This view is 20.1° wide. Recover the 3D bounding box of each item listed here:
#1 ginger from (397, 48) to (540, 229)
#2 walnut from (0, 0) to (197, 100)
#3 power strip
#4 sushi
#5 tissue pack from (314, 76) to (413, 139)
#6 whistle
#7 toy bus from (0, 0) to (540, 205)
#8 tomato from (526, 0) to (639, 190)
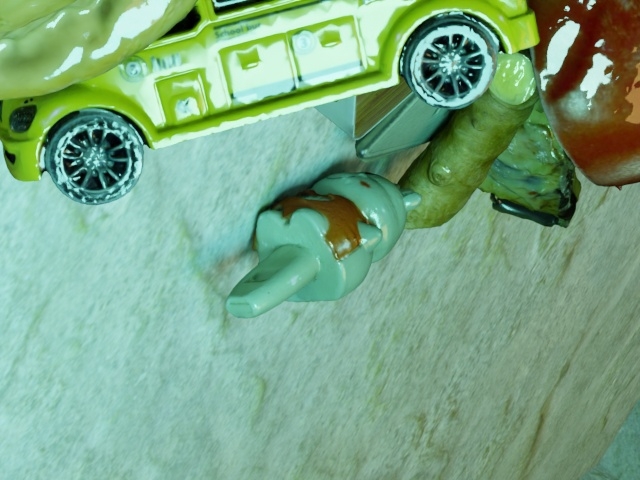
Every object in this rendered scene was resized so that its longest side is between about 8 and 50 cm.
[{"bbox_3d":[0.142,-0.096,1.663,0.118,0.065,0.299,-51,178,-28],"label":"ginger"},{"bbox_3d":[-0.156,-0.183,0.824,0.257,0.257,0.224,-52,-168,0],"label":"walnut"},{"bbox_3d":[0.127,-0.170,1.658,0.213,0.064,0.198,-45,166,31],"label":"power strip"},{"bbox_3d":[0.213,-0.111,1.897,0.291,0.139,0.131,68,42,-68],"label":"sushi"},{"bbox_3d":[0.059,-0.224,1.328,0.246,0.136,0.159,-42,158,-23],"label":"tissue pack"},{"bbox_3d":[0.000,0.002,1.629,0.253,0.106,0.102,-39,178,-44],"label":"whistle"},{"bbox_3d":[-0.046,-0.140,1.112,0.331,0.145,0.151,-15,113,-4],"label":"toy bus"},{"bbox_3d":[0.298,-0.210,1.611,0.338,0.144,0.338,22,63,-55],"label":"tomato"}]
